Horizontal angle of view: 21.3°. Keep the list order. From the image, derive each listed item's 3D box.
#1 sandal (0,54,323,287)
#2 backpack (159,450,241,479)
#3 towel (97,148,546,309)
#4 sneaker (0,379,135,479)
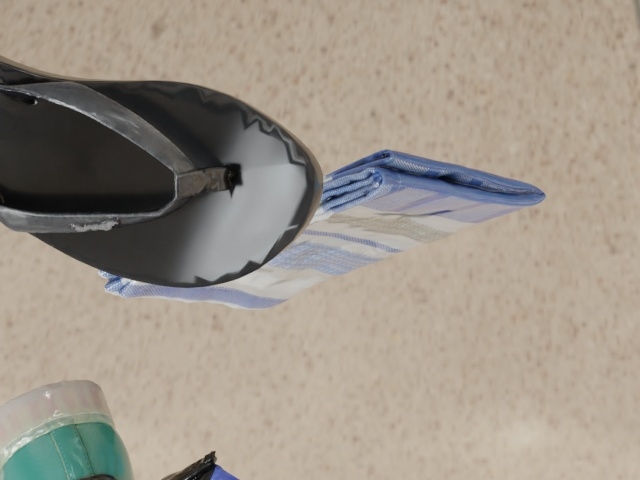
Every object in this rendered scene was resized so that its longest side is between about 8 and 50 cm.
[{"bbox_3d":[-0.126,-0.040,0.782,0.254,0.054,0.097,15,100,-2],"label":"sandal"},{"bbox_3d":[-0.065,0.167,0.776,0.101,0.098,0.120,44,149,-16],"label":"backpack"},{"bbox_3d":[0.000,0.000,1.282,0.285,0.034,0.209,-20,163,35],"label":"towel"},{"bbox_3d":[-0.167,0.206,1.123,0.108,0.121,0.302,-18,155,-14],"label":"sneaker"}]
